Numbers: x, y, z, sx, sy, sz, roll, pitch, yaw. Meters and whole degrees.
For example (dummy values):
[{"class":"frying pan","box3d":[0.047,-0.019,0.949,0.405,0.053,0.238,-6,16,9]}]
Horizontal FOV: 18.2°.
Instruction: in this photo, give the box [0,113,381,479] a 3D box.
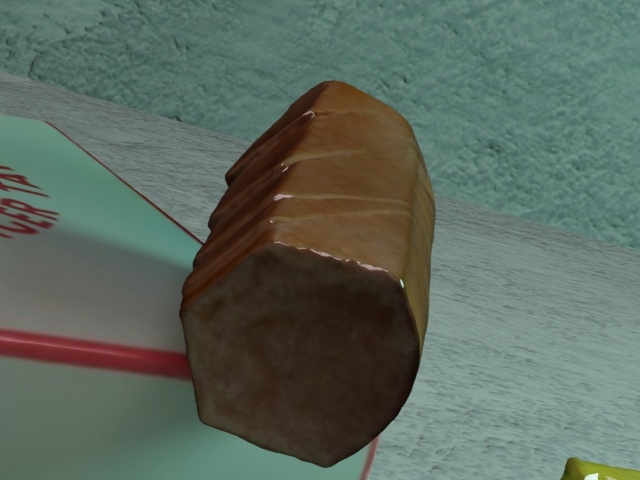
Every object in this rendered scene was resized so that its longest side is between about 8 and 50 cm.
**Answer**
[{"class":"box","box3d":[-0.214,0.108,0.636,0.312,0.300,0.314,9,13,-30]}]

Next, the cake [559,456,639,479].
[{"class":"cake","box3d":[0.178,0.219,0.796,0.227,0.222,0.286,11,12,-26]}]

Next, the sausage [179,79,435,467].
[{"class":"sausage","box3d":[0.000,0.001,0.552,0.065,0.065,0.169,14,19,0]}]
